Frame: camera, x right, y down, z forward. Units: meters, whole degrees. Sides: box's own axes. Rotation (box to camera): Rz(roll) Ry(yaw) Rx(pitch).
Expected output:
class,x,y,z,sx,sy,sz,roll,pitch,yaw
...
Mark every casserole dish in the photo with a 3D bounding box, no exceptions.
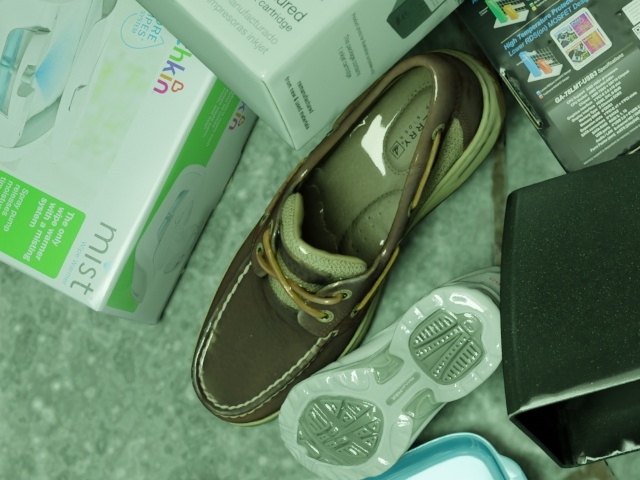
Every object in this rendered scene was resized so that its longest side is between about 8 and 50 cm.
class,x,y,z,sx,sy,sz,roll,pitch,yaw
casserole dish,0.073,0.218,1.354,0.188,0.037,0.114,-27,77,11

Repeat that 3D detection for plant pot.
class,x,y,z,sx,sy,sz,roll,pitch,yaw
plant pot,0.221,0.040,1.263,0.188,0.187,0.167,-17,68,14

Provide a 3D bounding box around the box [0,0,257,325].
class,x,y,z,sx,sy,sz,roll,pitch,yaw
box,-0.184,-0.100,1.419,0.231,0.127,0.262,27,91,19

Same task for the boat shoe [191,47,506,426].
class,x,y,z,sx,sy,sz,roll,pitch,yaw
boat shoe,0.000,0.000,1.340,0.123,0.123,0.342,44,107,15

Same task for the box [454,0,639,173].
class,x,y,z,sx,sy,sz,roll,pitch,yaw
box,0.233,-0.233,1.339,0.295,0.073,0.293,-36,75,10

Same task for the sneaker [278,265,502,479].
class,x,y,z,sx,sy,sz,roll,pitch,yaw
sneaker,0.067,0.098,1.343,0.232,0.115,0.090,-36,90,33

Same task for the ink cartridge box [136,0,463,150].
class,x,y,z,sx,sy,sz,roll,pitch,yaw
ink cartridge box,0.010,-0.243,1.272,0.289,0.121,0.211,-43,66,-8
